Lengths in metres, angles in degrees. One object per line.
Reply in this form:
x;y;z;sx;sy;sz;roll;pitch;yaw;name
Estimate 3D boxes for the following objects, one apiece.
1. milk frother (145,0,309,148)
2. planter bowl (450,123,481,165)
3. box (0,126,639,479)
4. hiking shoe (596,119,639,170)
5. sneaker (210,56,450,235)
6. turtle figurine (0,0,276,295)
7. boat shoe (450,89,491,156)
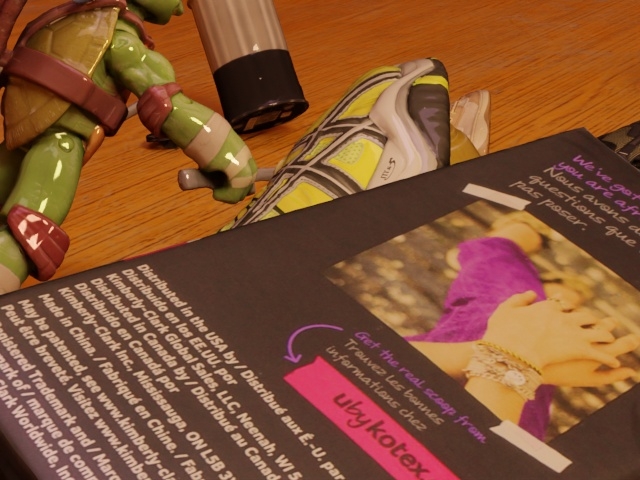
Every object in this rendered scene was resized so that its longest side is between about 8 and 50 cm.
-0.104;-0.166;1.363;0.143;0.135;0.129;-12;-11;-33;milk frother
0.049;-0.037;1.020;0.217;0.090;0.217;-2;18;1;planter bowl
0.020;0.089;0.459;0.270;0.165;0.143;-16;46;-36;box
0.244;-0.034;1.023;0.114;0.086;0.227;-18;14;-3;hiking shoe
0.000;0.000;0.775;0.147;0.145;0.385;-2;25;8;sneaker
-0.135;-0.033;0.911;0.198;0.275;0.266;31;75;20;turtle figurine
0.115;-0.093;1.222;0.059;0.063;0.170;5;19;4;boat shoe
